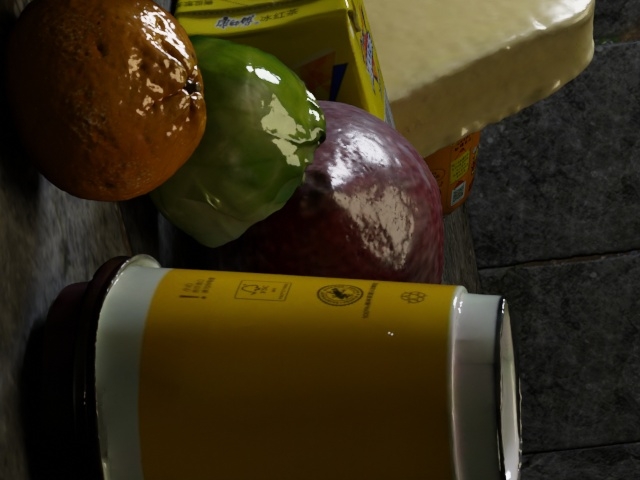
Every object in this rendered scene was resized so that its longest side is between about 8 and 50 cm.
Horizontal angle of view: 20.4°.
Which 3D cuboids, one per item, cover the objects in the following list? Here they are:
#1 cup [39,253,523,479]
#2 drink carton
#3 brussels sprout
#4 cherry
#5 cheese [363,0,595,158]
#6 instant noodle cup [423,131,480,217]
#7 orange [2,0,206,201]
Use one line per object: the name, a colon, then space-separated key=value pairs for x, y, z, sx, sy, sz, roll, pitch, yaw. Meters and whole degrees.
cup: x=-0.022 y=0.102 z=1.077 sx=0.196 sy=0.280 sz=0.196 roll=-2 pitch=90 yaw=-79
drink carton: x=-0.014 y=-0.093 z=1.605 sx=0.351 sy=0.155 sz=0.111 roll=73 pitch=13 yaw=-45
brussels sprout: x=-0.083 y=-0.082 z=1.309 sx=0.122 sy=0.152 sz=0.149 roll=37 pitch=64 yaw=-30
cherry: x=0.000 y=0.000 z=1.439 sx=0.300 sy=0.203 sz=0.230 roll=121 pitch=-23 yaw=-79
cheese: x=0.122 y=-0.224 z=1.924 sx=0.104 sy=0.384 sz=0.384 roll=79 pitch=9 yaw=-48
instant noodle cup: x=0.111 y=-0.134 z=2.250 sx=0.215 sy=0.216 sz=0.172 roll=-87 pitch=175 yaw=-46
orange: x=-0.127 y=-0.090 z=1.075 sx=0.135 sy=0.118 sz=0.135 roll=-2 pitch=90 yaw=-84
